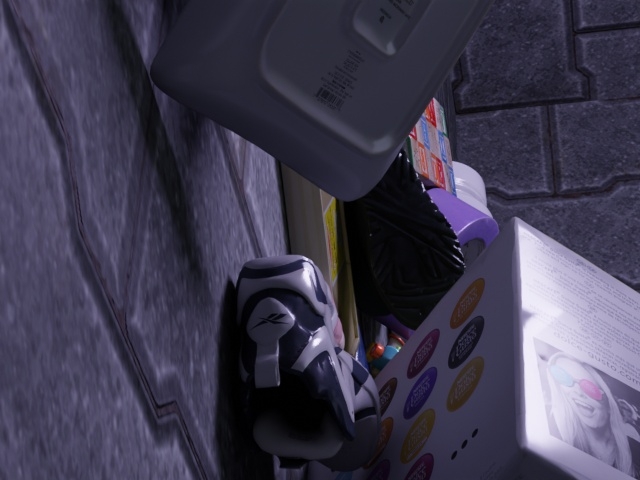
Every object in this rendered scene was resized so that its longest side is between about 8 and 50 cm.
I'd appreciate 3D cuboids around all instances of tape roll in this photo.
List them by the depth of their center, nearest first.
[{"bbox_3d":[0.139,0.034,2.099,0.189,0.080,0.189,-41,149,-31],"label":"tape roll"}]

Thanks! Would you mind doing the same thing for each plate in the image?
[{"bbox_3d":[0.038,-0.175,1.176,0.278,0.045,0.277,-58,145,2],"label":"plate"}]

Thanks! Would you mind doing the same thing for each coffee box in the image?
[{"bbox_3d":[0.203,0.256,1.413,0.337,0.338,0.334,-52,-165,29],"label":"coffee box"}]

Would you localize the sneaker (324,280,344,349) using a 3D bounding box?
[{"bbox_3d":[-0.003,0.091,1.527,0.134,0.051,0.070,-84,162,-70],"label":"sneaker"}]

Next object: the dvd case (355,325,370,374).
[{"bbox_3d":[0.044,0.245,1.861,0.180,0.022,0.253,77,11,-48],"label":"dvd case"}]

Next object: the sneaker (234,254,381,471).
[{"bbox_3d":[-0.011,0.141,1.303,0.153,0.094,0.235,-84,166,-46],"label":"sneaker"}]

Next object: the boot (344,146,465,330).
[{"bbox_3d":[0.080,0.028,1.765,0.207,0.094,0.246,90,-19,-58],"label":"boot"}]

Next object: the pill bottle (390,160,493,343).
[{"bbox_3d":[0.182,0.029,2.460,0.160,0.160,0.283,76,12,-48],"label":"pill bottle"}]

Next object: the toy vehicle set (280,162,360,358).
[{"bbox_3d":[0.000,0.000,1.658,0.166,0.035,0.266,-59,143,-76],"label":"toy vehicle set"}]

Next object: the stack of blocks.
[{"bbox_3d":[0.096,-0.145,2.106,0.297,0.087,0.171,22,60,-74],"label":"stack of blocks"}]

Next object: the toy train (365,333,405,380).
[{"bbox_3d":[0.118,0.169,2.065,0.046,0.125,0.166,-61,152,-23],"label":"toy train"}]
